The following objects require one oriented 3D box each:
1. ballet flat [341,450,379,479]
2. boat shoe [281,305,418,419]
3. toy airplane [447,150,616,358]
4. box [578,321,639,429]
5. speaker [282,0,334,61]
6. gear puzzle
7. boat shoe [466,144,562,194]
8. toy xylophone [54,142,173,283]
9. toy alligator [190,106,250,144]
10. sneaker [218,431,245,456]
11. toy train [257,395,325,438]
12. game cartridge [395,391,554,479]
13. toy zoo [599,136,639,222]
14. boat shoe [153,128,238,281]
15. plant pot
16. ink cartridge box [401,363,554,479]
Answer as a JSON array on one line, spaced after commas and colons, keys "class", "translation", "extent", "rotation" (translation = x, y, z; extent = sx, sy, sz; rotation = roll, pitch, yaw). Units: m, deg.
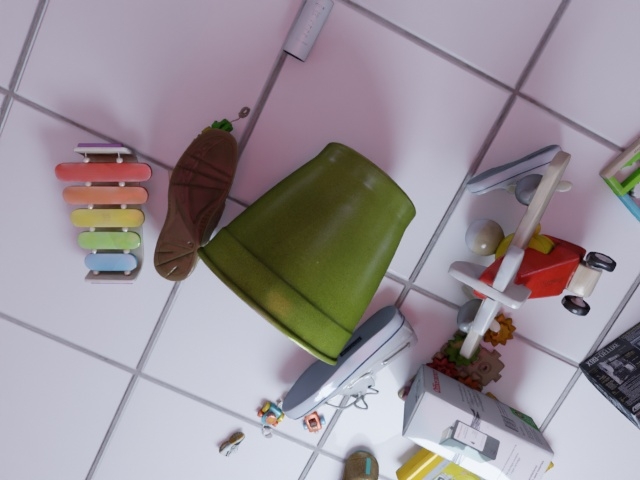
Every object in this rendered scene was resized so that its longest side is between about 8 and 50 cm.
[{"class": "ballet flat", "translation": [0.084, 0.712, 1.356], "extent": [0.116, 0.124, 0.342], "rotation": [13, 102, -4]}, {"class": "boat shoe", "translation": [0.085, 0.328, 1.276], "extent": [0.367, 0.136, 0.156], "rotation": [-41, 104, -2]}, {"class": "toy airplane", "translation": [0.400, 0.047, 1.134], "extent": [0.386, 0.272, 0.384], "rotation": [-41, 136, -5]}, {"class": "box", "translation": [0.790, 0.275, 1.213], "extent": [0.307, 0.242, 0.076], "rotation": [-39, 101, 6]}, {"class": "speaker", "translation": [-0.027, -0.451, 1.123], "extent": [0.055, 0.055, 0.136], "rotation": [27, 101, -7]}, {"class": "gear puzzle", "translation": [0.363, 0.323, 1.314], "extent": [0.175, 0.044, 0.339], "rotation": [39, 99, -9]}, {"class": "boat shoe", "translation": [0.444, -0.139, 1.190], "extent": [0.226, 0.083, 0.076], "rotation": [-22, 101, 3]}, {"class": "toy xylophone", "translation": [-0.441, -0.063, 1.189], "extent": [0.236, 0.081, 0.322], "rotation": [-7, 103, 0]}, {"class": "toy alligator", "translation": [-0.234, -0.237, 1.172], "extent": [0.190, 0.056, 0.051], "rotation": [-43, 60, 8]}, {"class": "sneaker", "translation": [-0.220, 0.521, 1.357], "extent": [0.083, 0.032, 0.037], "rotation": [-39, 115, 12]}, {"class": "toy train", "translation": [-0.076, 0.453, 1.333], "extent": [0.166, 0.046, 0.125], "rotation": [-14, 102, 1]}, {"class": "game cartridge", "translation": [0.402, 0.581, 1.357], "extent": [0.324, 0.052, 0.285], "rotation": [-44, 107, 8]}, {"class": "toy zoo", "translation": [0.814, -0.115, 1.232], "extent": [0.293, 0.030, 0.192], "rotation": [44, 98, -10]}, {"class": "boat shoe", "translation": [-0.271, -0.081, 1.160], "extent": [0.122, 0.110, 0.341], "rotation": [24, 98, -4]}, {"class": "plant pot", "translation": [0.000, 0.000, 1.101], "extent": [0.366, 0.366, 0.353], "rotation": [40, 88, -9]}, {"class": "ink cartridge box", "translation": [0.336, 0.415, 1.190], "extent": [0.289, 0.211, 0.121], "rotation": [25, 96, 8]}]
